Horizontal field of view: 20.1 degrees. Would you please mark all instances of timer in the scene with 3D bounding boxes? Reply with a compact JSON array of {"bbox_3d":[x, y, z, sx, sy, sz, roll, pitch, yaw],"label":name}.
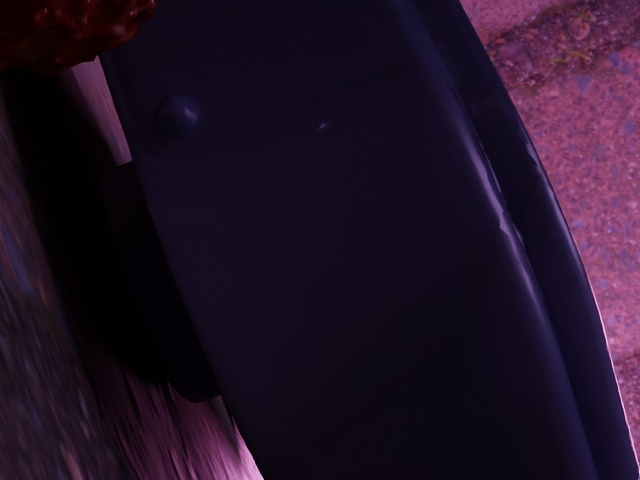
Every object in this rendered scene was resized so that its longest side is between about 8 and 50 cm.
[{"bbox_3d":[0.000,0.000,0.811,0.395,0.173,0.395,-24,90,-90],"label":"timer"}]

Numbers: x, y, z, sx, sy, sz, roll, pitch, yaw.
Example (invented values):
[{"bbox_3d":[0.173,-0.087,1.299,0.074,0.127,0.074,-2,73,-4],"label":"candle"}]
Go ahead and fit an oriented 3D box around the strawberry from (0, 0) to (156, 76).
[{"bbox_3d":[-0.102,-0.123,0.581,0.145,0.086,0.145,-20,90,-90],"label":"strawberry"}]
